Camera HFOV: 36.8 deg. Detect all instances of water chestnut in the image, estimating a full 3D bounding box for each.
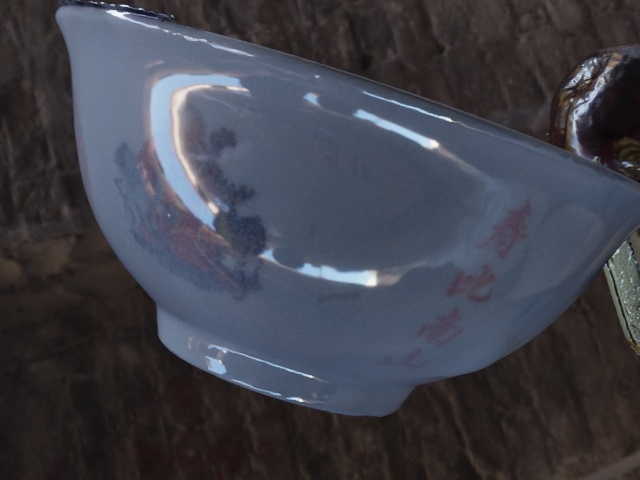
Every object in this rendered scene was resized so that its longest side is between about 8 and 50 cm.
[{"bbox_3d":[0.364,-0.116,1.073,0.223,0.238,0.224,4,-90,-73],"label":"water chestnut"}]

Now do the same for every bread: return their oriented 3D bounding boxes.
[{"bbox_3d":[0.223,0.016,0.693,0.068,0.028,0.154,31,-138,-47],"label":"bread"}]

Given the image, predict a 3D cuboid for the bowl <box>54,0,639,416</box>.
[{"bbox_3d":[0.000,0.000,0.537,0.345,0.345,0.157,-146,72,-80],"label":"bowl"}]
